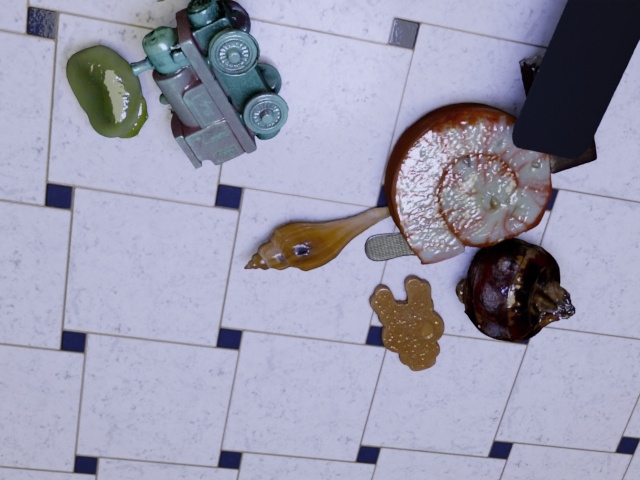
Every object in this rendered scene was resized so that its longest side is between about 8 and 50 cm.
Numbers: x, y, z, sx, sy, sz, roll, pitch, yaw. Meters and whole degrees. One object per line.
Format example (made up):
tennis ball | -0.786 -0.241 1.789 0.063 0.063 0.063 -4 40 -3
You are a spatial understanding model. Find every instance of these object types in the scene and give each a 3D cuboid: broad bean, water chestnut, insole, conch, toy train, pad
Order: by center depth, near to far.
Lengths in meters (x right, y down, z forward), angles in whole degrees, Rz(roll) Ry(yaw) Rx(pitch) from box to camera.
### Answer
toy train | -0.191 -0.280 1.343 0.222 0.150 0.304 -22 133 7
broad bean | -0.388 -0.268 1.385 0.124 0.082 0.174 -16 116 3
pad | 0.498 -0.339 1.408 0.315 0.063 0.375 5 115 -38
conch | 0.000 0.001 1.544 0.330 0.093 0.109 -19 97 -1
water chestnut | 0.410 0.103 1.571 0.224 0.238 0.223 -21 118 -45
insole | 0.219 0.001 1.618 0.253 0.005 0.086 -11 114 -1

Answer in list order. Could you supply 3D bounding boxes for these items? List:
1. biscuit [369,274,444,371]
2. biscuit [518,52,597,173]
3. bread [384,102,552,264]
biscuit | 0.201 0.188 1.683 0.144 0.040 0.236 -16 116 8
biscuit | 0.471 -0.261 1.497 0.106 0.070 0.252 -19 115 1
bread | 0.292 -0.122 1.505 0.328 0.114 0.295 -16 110 -2
